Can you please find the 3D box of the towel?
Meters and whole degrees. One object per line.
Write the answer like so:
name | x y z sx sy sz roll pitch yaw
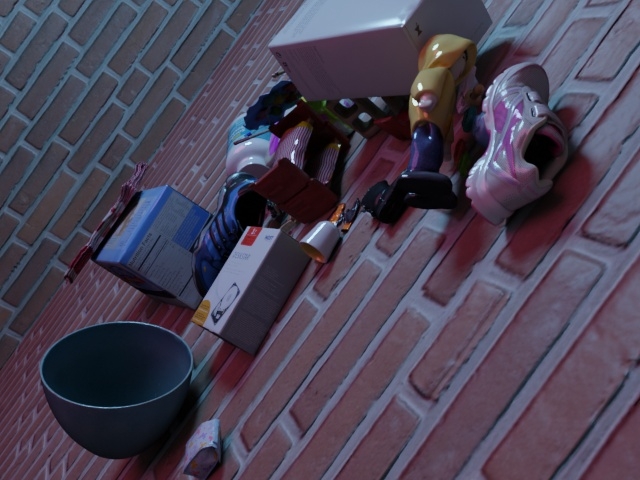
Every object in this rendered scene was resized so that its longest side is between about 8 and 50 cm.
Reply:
towel | -0.579 -0.055 2.006 0.329 0.037 0.237 -52 16 14

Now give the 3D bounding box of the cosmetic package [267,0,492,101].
cosmetic package | 0.100 -0.380 1.365 0.365 0.155 0.197 11 57 49

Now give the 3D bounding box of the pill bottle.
pill bottle | -0.163 -0.211 1.854 0.146 0.146 0.264 -45 25 21

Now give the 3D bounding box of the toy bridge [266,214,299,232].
toy bridge | -0.108 -0.014 1.637 0.188 0.026 0.063 -25 38 49

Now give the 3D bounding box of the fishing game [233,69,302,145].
fishing game | -0.085 -0.294 1.603 0.189 0.041 0.264 -30 -11 -40

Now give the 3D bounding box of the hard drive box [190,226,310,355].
hard drive box | -0.139 0.094 1.473 0.232 0.089 0.181 -60 24 -13

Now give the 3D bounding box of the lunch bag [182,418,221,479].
lunch bag | -0.196 0.358 1.274 0.083 0.053 0.071 -57 19 20

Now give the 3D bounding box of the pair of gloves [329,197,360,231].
pair of gloves | 0.043 -0.045 1.414 0.083 0.010 0.074 -14 46 56

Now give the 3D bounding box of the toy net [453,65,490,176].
toy net | 0.251 -0.197 1.194 0.232 0.045 0.122 -84 8 -53

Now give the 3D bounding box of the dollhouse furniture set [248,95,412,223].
dollhouse furniture set | 0.044 -0.220 1.465 0.374 0.152 0.201 -35 30 38

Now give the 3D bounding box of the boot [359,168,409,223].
boot | 0.122 -0.084 1.278 0.121 0.045 0.099 -53 20 4

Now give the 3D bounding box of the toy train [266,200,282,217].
toy train | -0.102 -0.079 1.683 0.036 0.027 0.158 -28 14 0

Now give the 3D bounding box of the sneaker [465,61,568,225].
sneaker | 0.282 -0.140 0.992 0.111 0.103 0.252 -17 50 49

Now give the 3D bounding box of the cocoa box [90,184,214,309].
cocoa box | -0.411 0.017 1.914 0.231 0.228 0.347 -61 24 -14

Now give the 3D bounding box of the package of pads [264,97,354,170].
package of pads | -0.011 -0.308 1.754 0.229 0.101 0.296 -38 29 35

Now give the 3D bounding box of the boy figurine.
boy figurine | 0.182 -0.188 1.138 0.092 0.177 0.285 4 65 22

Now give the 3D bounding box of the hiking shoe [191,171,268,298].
hiking shoe | -0.201 -0.005 1.638 0.132 0.113 0.304 20 95 61

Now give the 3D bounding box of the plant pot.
plant pot | -0.407 0.323 1.498 0.290 0.290 0.195 -110 23 -62

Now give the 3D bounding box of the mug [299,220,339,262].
mug | -0.001 -0.002 1.380 0.064 0.062 0.078 -54 29 -19
